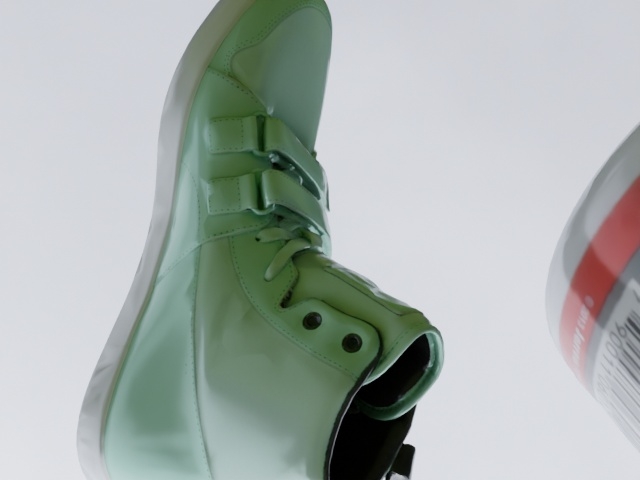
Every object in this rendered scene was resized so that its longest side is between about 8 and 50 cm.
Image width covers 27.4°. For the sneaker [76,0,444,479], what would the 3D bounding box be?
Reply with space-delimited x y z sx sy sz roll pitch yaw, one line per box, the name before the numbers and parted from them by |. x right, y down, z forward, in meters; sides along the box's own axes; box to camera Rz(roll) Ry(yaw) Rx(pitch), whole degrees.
sneaker | 0.000 0.001 0.573 0.151 0.256 0.094 7 165 32

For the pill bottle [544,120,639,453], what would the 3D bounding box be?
pill bottle | 0.264 0.093 0.468 0.210 0.210 0.363 -6 -135 -37
